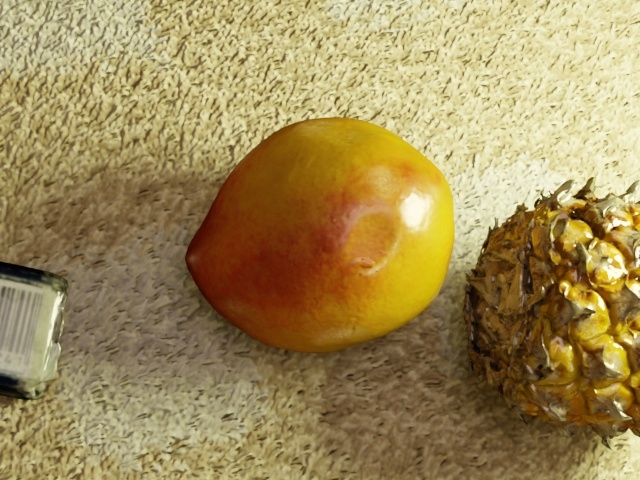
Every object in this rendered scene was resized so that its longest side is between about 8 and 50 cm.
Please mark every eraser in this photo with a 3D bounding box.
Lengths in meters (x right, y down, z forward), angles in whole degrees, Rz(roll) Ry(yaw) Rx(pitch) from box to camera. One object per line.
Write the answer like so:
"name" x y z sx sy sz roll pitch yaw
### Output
"eraser" -0.472 0.088 1.832 0.332 0.101 0.155 12 71 -11

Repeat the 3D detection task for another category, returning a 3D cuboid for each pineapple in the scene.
"pineapple" 0.354 0.083 1.956 0.300 0.352 0.352 13 70 -21

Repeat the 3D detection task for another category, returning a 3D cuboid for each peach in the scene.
"peach" 0.002 0.002 1.907 0.308 0.289 0.289 -19 79 -28
